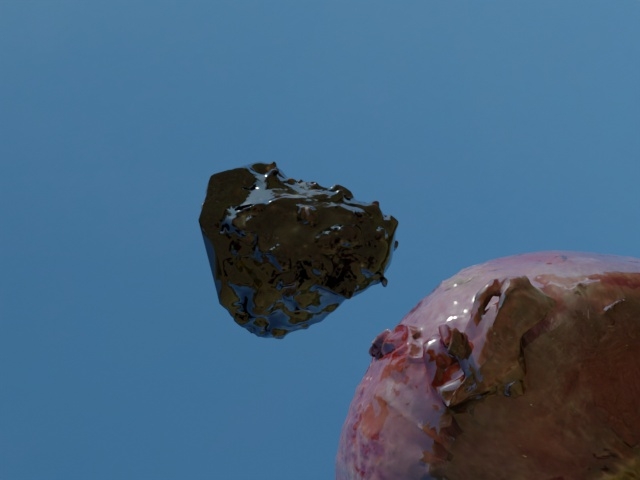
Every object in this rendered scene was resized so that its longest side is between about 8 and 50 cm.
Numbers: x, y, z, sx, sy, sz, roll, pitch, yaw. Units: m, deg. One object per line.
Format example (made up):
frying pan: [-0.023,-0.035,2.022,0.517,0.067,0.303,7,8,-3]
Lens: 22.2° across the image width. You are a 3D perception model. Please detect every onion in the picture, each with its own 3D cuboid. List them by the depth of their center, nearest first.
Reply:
onion: [0.078,0.078,0.553,0.159,0.195,0.160,0,-90,-10]

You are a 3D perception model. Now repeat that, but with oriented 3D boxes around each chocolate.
chocolate: [0.000,0.000,1.345,0.156,0.133,0.156,22,-117,-52]
